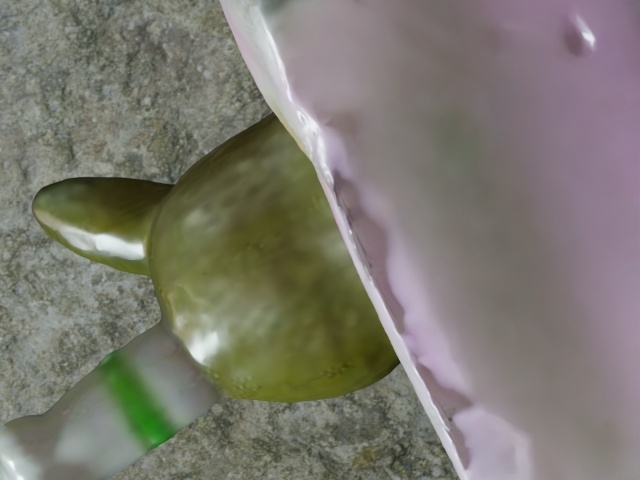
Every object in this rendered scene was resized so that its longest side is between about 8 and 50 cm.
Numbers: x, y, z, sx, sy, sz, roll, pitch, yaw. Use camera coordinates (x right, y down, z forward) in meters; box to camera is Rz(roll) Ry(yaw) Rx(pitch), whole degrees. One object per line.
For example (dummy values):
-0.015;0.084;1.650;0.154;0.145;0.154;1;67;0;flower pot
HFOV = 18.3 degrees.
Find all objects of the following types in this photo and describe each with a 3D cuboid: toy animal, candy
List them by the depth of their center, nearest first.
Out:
0.080;-0.024;0.756;0.116;0.155;0.265;-98;-18;-63;candy
0.016;0.004;0.939;0.180;0.363;0.181;35;-151;-48;toy animal
